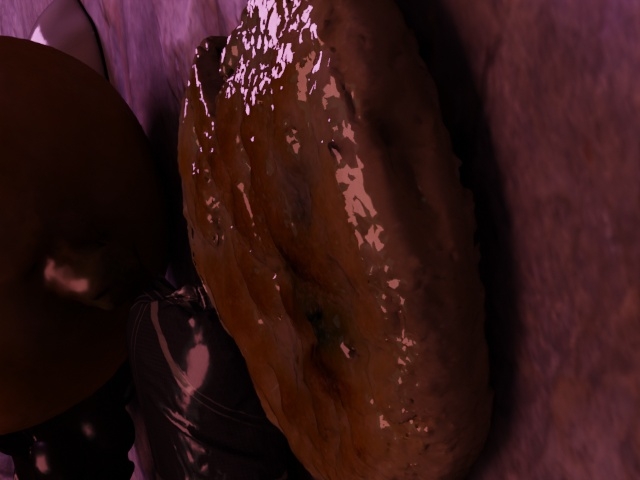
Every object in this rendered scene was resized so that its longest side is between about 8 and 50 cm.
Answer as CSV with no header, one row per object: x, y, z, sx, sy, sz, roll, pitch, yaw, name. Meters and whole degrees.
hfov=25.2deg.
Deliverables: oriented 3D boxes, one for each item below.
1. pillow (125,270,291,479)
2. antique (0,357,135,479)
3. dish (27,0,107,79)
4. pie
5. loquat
-0.064,0.186,1.045,0.161,0.093,0.335,15,119,65,pillow
-0.305,0.152,1.566,0.322,0.185,0.255,61,161,5,antique
-0.255,-0.144,1.399,0.191,0.066,0.190,166,90,-71,dish
0.000,0.000,0.748,0.337,0.075,0.337,165,90,-71,pie
-0.262,0.001,1.158,0.359,0.328,0.328,17,121,47,loquat
